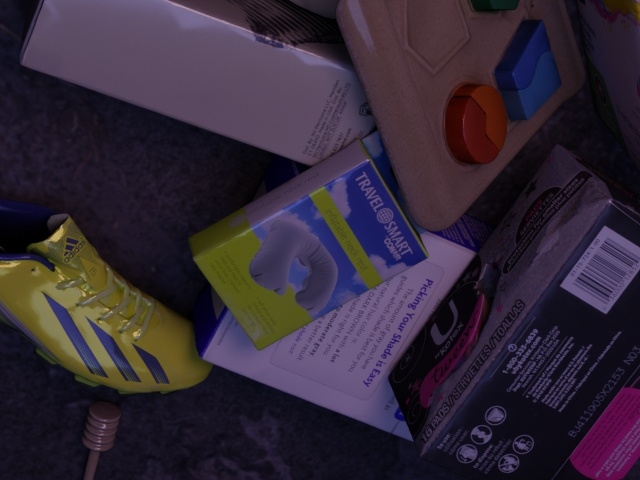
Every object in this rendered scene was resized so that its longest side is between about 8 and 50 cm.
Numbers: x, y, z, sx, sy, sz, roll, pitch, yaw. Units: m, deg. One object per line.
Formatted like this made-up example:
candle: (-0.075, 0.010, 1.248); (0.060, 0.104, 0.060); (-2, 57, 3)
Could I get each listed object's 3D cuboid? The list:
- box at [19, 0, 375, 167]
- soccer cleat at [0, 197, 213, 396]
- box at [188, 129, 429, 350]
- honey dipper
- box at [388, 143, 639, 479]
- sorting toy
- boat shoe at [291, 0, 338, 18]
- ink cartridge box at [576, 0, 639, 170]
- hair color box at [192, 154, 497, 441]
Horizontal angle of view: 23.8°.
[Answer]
box: (-0.088, -0.150, 1.183); (0.275, 0.113, 0.094); (18, 115, -18)
soccer cleat: (-0.208, 0.040, 1.267); (0.289, 0.093, 0.121); (27, 124, -17)
box: (0.000, 0.000, 1.189); (0.178, 0.042, 0.109); (-30, 121, 6)
honey dipper: (-0.215, 0.221, 1.400); (0.030, 0.030, 0.161); (11, 117, -13)
box: (0.193, 0.076, 1.205); (0.163, 0.142, 0.247); (30, 104, -18)
sorting toy: (0.107, -0.190, 1.159); (0.229, 0.041, 0.307); (-43, 124, -33)
boat shoe: (-0.031, -0.223, 1.194); (0.133, 0.042, 0.049); (26, 136, -18)
ink cartridge box: (0.268, -0.197, 1.155); (0.117, 0.201, 0.278); (-16, 118, 0)
hair color box: (0.081, 0.065, 1.318); (0.338, 0.110, 0.185); (24, 109, -17)
